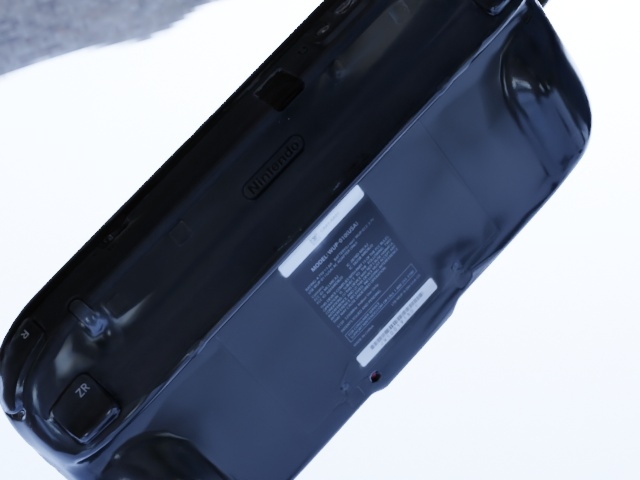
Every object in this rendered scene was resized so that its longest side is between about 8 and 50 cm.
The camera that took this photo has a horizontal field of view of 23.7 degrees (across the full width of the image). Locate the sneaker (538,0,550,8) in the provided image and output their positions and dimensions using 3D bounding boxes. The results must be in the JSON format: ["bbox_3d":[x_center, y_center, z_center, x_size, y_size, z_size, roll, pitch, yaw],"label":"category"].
[{"bbox_3d":[0.054,-0.251,1.125,0.158,0.182,0.410,-45,-159,9],"label":"sneaker"}]

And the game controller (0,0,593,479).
[{"bbox_3d":[0.000,0.000,0.714,0.319,0.166,0.067,-46,-137,-10],"label":"game controller"}]
